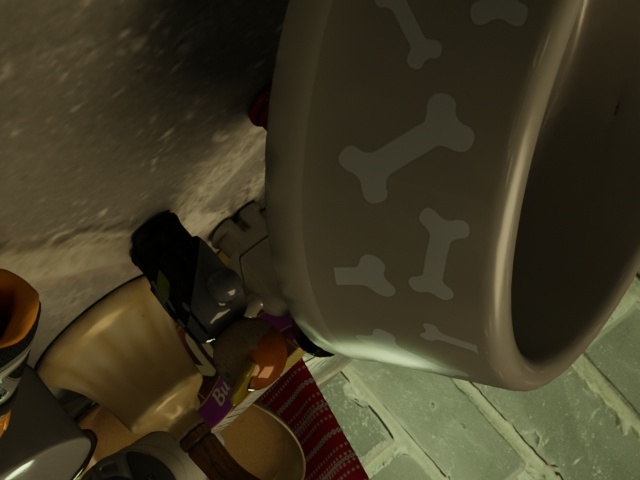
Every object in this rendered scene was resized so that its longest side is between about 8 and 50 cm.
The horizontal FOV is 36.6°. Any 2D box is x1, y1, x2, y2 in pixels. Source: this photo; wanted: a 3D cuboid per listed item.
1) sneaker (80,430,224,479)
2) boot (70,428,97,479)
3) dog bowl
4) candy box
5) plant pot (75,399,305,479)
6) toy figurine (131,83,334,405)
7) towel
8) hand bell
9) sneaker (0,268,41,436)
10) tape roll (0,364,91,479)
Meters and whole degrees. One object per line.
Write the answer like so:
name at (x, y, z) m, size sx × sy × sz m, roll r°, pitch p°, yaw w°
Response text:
sneaker at (-0.187, 0.255, 0.882) m, size 0.297 × 0.111 × 0.129 m, roll -36°, pitch 178°, yaw 35°
boot at (-0.266, 0.221, 0.885) m, size 0.118 × 0.042 × 0.087 m, roll -44°, pitch 169°, yaw 16°
dog bowl at (0.118, -0.083, 0.487) m, size 0.349 × 0.102 × 0.348 m, roll -40°, pitch 142°, yaw -40°
candy box at (-0.059, 0.063, 0.822) m, size 0.187 × 0.109 × 0.053 m, roll -42°, pitch 168°, yaw 4°
plant pot at (-0.132, 0.212, 0.963) m, size 0.236 × 0.236 × 0.032 m, roll -49°, pitch -156°, yaw 34°
toy figurine at (0.000, 0.000, 0.677) m, size 0.209 × 0.148 × 0.213 m, roll -45°, pitch 169°, yaw 15°
towel at (-0.058, 0.222, 1.040) m, size 0.031 × 0.274 × 0.199 m, roll 0°, pitch 141°, yaw -49°
hand bell at (-0.085, 0.152, 0.719) m, size 0.126 × 0.242 × 0.126 m, roll -41°, pitch 169°, yaw -9°
sneaker at (-0.198, 0.056, 0.411) m, size 0.083 × 0.084 × 0.215 m, roll -58°, pitch 169°, yaw 12°
tape roll at (-0.264, 0.180, 0.649) m, size 0.219 × 0.072 × 0.219 m, roll -40°, pitch 170°, yaw -9°
